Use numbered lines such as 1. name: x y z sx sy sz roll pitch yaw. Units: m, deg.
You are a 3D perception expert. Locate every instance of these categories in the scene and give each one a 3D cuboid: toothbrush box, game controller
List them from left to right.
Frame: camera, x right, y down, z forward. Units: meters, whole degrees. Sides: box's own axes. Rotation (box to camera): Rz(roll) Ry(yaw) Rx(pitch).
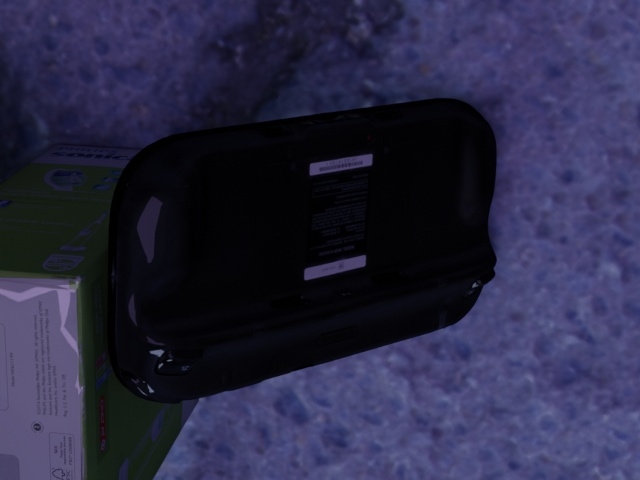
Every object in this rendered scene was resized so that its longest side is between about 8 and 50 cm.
1. toothbrush box: -0.170 0.069 0.995 0.122 0.283 0.206 5 109 10
2. game controller: 0.000 0.000 0.955 0.067 0.319 0.166 9 106 47
